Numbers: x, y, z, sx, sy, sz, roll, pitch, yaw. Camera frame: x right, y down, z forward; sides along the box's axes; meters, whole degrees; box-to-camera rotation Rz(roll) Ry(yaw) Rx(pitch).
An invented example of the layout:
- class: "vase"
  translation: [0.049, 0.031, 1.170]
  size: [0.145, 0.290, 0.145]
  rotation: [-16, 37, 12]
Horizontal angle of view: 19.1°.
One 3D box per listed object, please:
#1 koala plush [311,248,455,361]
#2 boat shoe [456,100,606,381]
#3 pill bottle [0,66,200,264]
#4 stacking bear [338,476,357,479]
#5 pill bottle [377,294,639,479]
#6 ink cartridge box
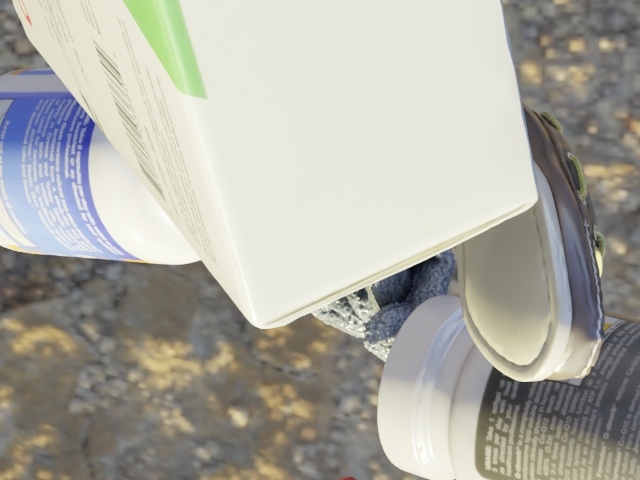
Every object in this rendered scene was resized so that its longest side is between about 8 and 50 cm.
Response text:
- class: "koala plush"
  translation: [0.000, 0.000, 1.839]
  size: [0.221, 0.196, 0.203]
  rotation: [10, 98, -23]
- class: "boat shoe"
  translation: [0.149, -0.010, 1.346]
  size: [0.096, 0.324, 0.117]
  rotation: [17, 118, -22]
- class: "pill bottle"
  translation: [-0.144, -0.059, 1.446]
  size: [0.152, 0.272, 0.152]
  rotation: [-5, 96, -45]
- class: "stacking bear"
  translation: [0.110, 0.265, 1.403]
  size: [0.289, 0.164, 0.175]
  rotation: [33, 51, -40]
- class: "pill bottle"
  translation: [0.245, 0.166, 1.684]
  size: [0.210, 0.363, 0.210]
  rotation: [-25, 121, -50]
- class: "ink cartridge box"
  translation: [-0.052, -0.135, 0.727]
  size: [0.121, 0.289, 0.211]
  rotation: [-25, 125, -13]
